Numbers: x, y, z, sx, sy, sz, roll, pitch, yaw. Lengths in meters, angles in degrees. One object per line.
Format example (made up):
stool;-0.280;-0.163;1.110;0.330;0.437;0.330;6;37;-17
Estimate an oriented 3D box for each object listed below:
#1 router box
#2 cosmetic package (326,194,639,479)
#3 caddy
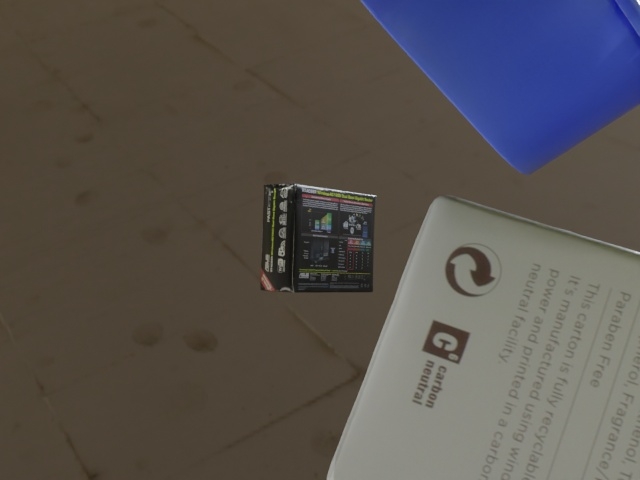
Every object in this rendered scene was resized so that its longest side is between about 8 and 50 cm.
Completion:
router box;0.000;0.000;0.764;0.038;0.092;0.122;1;178;38
cosmetic package;0.255;0.144;0.444;0.453;0.230;0.161;18;-101;19
caddy;0.132;-0.212;0.619;0.179;0.341;0.241;-38;-143;19
